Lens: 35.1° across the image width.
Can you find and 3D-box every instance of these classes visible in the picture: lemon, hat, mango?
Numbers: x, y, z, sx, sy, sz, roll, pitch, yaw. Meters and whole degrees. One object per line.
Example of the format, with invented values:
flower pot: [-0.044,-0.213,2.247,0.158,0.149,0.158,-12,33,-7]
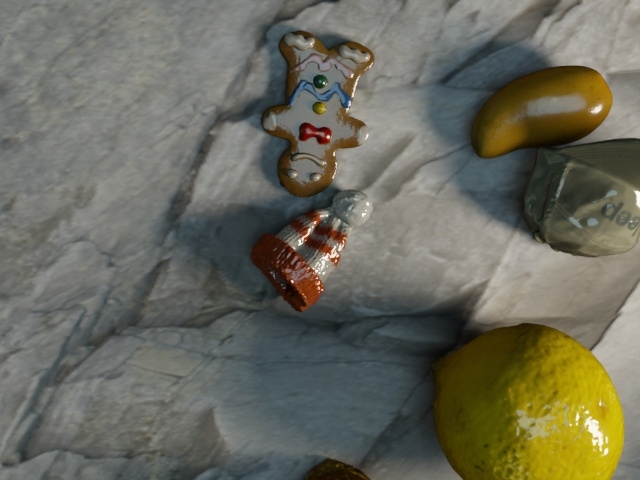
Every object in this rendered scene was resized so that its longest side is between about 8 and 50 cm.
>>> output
lemon: [0.267,0.229,1.277,0.228,0.228,0.253,-43,106,2]
hat: [0.000,0.000,1.280,0.162,0.093,0.112,-47,113,-16]
hat: [0.379,-0.037,1.239,0.214,0.244,0.149,16,93,-25]
mango: [0.276,-0.163,1.278,0.184,0.085,0.102,-18,110,8]

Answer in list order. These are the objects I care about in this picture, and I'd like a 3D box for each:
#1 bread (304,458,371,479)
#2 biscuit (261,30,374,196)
bread: [0.041,0.366,1.298,0.132,0.172,0.103,44,92,-14]
biscuit: [-0.004,-0.153,1.269,0.138,0.031,0.205,11,100,-10]
